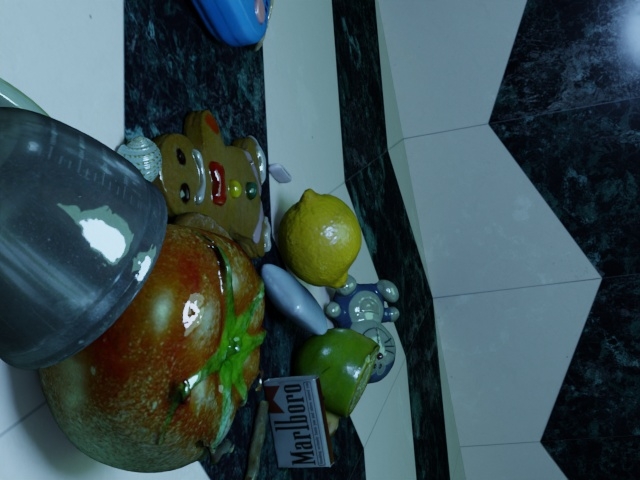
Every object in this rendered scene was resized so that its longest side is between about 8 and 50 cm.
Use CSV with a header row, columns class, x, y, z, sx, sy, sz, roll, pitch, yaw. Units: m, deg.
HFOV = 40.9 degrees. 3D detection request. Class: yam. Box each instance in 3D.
class,x,y,z,sx,sy,sz,roll,pitch,yaw
yam,-0.122,0.395,1.558,0.027,0.029,0.234,38,40,-27

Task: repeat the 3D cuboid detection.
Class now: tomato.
class,x,y,z,sx,sy,sz,roll,pitch,yaw
tomato,-0.208,0.121,1.051,0.303,0.239,0.303,6,90,-72

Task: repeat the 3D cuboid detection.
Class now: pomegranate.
class,x,y,z,sx,sy,sz,roll,pitch,yaw
pomegranate,0.020,0.297,1.861,0.190,0.159,0.240,-49,156,-54

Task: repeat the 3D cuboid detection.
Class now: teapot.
class,x,y,z,sx,sy,sz,roll,pitch,yaw
teapot,-0.301,-0.061,0.862,0.239,0.240,0.321,48,41,-39

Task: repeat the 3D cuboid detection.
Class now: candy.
class,x,y,z,sx,sy,sz,roll,pitch,yaw
candy,-0.055,0.124,1.773,0.138,0.071,0.174,51,1,29

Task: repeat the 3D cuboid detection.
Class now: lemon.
class,x,y,z,sx,sy,sz,roll,pitch,yaw
lemon,0.000,0.000,1.864,0.186,0.187,0.244,-70,147,-56

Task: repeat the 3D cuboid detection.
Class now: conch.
class,x,y,z,sx,sy,sz,roll,pitch,yaw
conch,-0.267,-0.112,1.279,0.076,0.057,0.085,-43,123,-54

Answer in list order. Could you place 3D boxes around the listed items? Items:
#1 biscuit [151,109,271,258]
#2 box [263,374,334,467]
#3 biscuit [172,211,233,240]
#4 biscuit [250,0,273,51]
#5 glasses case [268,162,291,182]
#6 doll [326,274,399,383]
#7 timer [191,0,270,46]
class,x,y,z,sx,sy,sz,roll,pitch,yaw
biscuit,-0.179,-0.091,1.530,0.432,0.064,0.282,19,64,-71
box,-0.043,0.355,1.671,0.036,0.115,0.177,-19,100,-65
biscuit,-0.195,0.096,1.386,0.273,0.049,0.257,65,34,-39
biscuit,-0.125,-0.476,1.825,0.152,0.020,0.152,-169,-90,-74
glasses case,-0.089,-0.148,1.894,0.083,0.032,0.021,46,41,-61
doll,0.104,0.226,2.150,0.228,0.154,0.258,9,62,-38
timer,-0.186,-0.560,1.637,0.309,0.115,0.339,61,26,-54
